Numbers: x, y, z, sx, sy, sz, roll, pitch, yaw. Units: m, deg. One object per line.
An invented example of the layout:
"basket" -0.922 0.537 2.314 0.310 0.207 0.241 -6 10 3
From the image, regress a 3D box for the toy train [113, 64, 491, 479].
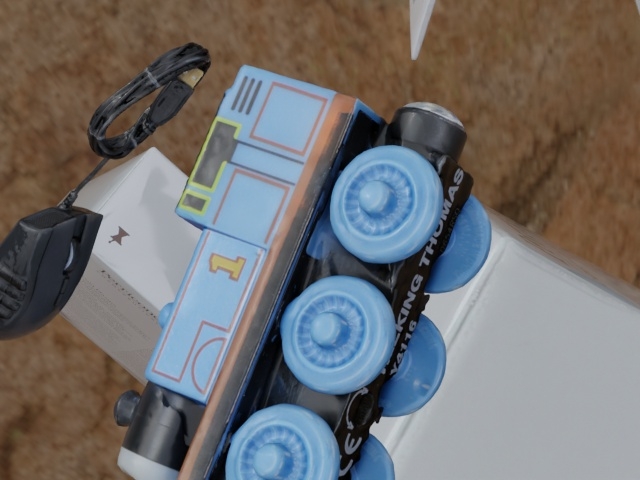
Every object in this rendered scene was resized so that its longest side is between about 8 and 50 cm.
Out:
"toy train" -0.010 0.029 0.619 0.105 0.080 0.184 19 85 28

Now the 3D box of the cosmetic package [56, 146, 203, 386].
"cosmetic package" -0.052 0.099 1.314 0.377 0.284 0.097 42 75 -12

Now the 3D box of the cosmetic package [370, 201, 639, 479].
"cosmetic package" 0.144 0.187 1.022 0.394 0.329 0.327 27 95 -17

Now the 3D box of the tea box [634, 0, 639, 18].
"tea box" 0.501 -0.279 1.586 0.329 0.220 0.323 0 47 29

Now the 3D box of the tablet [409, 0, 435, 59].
"tablet" 0.055 -0.137 0.887 0.006 0.054 0.083 12 36 -6

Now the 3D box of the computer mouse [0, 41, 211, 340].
"computer mouse" -0.130 -0.018 0.970 0.041 0.071 0.242 52 124 18
